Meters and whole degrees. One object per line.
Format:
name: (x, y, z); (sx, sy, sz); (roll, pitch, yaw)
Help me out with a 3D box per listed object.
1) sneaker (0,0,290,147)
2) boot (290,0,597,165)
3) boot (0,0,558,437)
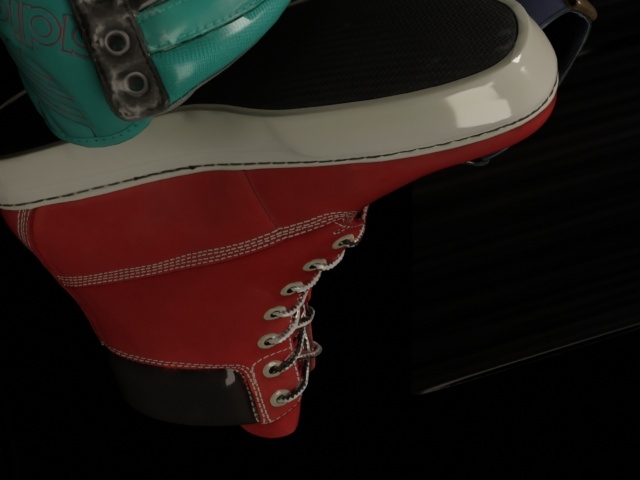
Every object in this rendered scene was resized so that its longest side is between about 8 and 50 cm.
sneaker: (-0.121, -0.115, 0.643); (0.295, 0.124, 0.178); (-13, 122, -19)
boot: (0.021, -0.053, 0.762); (0.082, 0.106, 0.219); (5, 126, -50)
boot: (0.000, 0.000, 0.730); (0.244, 0.088, 0.176); (-11, 123, 28)
